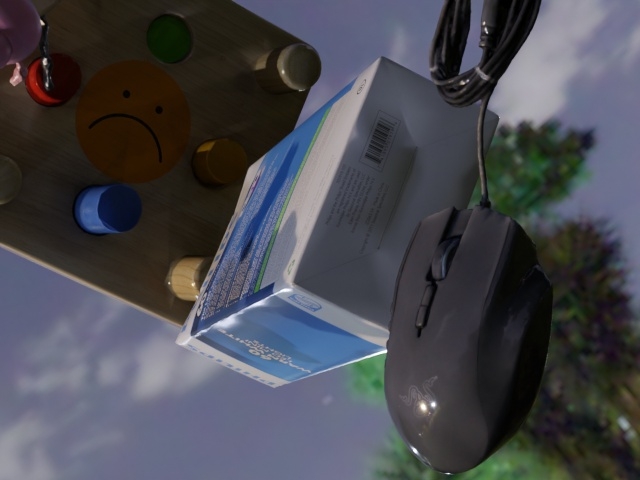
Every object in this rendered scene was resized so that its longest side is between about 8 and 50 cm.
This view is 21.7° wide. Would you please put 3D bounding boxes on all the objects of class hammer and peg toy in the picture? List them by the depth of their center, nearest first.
[{"bbox_3d":[-0.195,-0.105,1.267,0.361,0.127,0.266,26,-101,-25],"label":"hammer and peg toy"}]

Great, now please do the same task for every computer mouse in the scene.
[{"bbox_3d":[0.061,-0.024,0.703,0.041,0.242,0.071,15,-16,-43],"label":"computer mouse"}]

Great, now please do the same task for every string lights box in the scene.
[{"bbox_3d":[0.000,0.000,0.959,0.133,0.076,0.259,-68,12,-16],"label":"string lights box"}]

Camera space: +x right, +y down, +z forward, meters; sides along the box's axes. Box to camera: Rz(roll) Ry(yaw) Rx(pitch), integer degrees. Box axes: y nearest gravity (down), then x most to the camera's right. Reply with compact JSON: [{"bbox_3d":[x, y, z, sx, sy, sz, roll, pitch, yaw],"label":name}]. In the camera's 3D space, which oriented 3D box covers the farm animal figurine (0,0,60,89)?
[{"bbox_3d":[-0.207,-0.265,0.922,0.172,0.327,0.330,-35,1,-16],"label":"farm animal figurine"}]
